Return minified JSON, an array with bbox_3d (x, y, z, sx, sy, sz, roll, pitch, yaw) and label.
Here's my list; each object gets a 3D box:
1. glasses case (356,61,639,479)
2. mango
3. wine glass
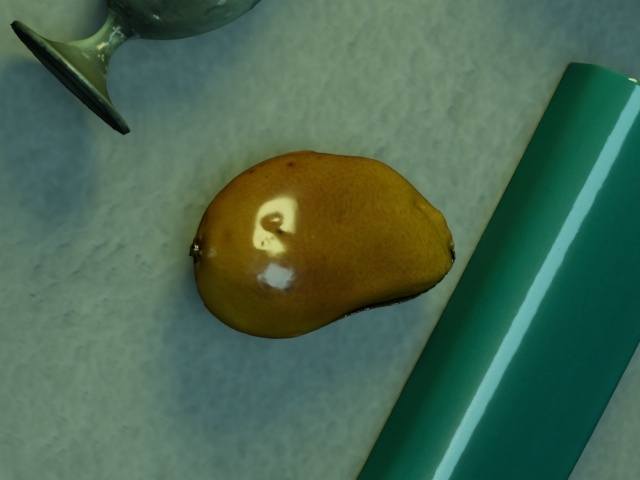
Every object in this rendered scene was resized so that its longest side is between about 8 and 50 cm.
[{"bbox_3d":[0.143,0.050,1.164,0.117,0.070,0.301,27,87,-21],"label":"glasses case"},{"bbox_3d":[-0.003,0.001,1.102,0.159,0.084,0.105,-9,85,-37],"label":"mango"},{"bbox_3d":[-0.070,-0.160,1.048,0.202,0.093,0.093,-46,109,-8],"label":"wine glass"}]
